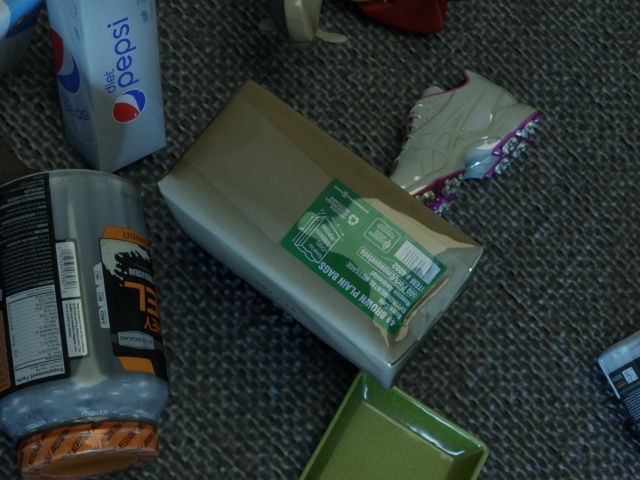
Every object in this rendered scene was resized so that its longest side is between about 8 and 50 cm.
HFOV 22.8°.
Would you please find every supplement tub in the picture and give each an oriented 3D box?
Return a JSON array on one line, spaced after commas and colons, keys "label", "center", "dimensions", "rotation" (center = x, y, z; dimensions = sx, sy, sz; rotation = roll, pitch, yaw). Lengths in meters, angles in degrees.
[{"label": "supplement tub", "center": [0.444, 0.201, 2.008], "dimensions": [0.117, 0.117, 0.190], "rotation": [-23, 79, -25]}, {"label": "supplement tub", "center": [-0.274, 0.096, 1.760], "dimensions": [0.194, 0.193, 0.316], "rotation": [-3, 72, -20]}]

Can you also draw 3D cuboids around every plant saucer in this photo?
[{"label": "plant saucer", "center": [0.080, 0.278, 1.893], "dimensions": [0.188, 0.045, 0.188], "rotation": [33, 63, -4]}]

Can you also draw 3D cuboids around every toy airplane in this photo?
[{"label": "toy airplane", "center": [0.000, -0.428, 2.014], "dimensions": [0.386, 0.272, 0.384], "rotation": [-18, 88, -57]}]

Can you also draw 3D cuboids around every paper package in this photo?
[{"label": "paper package", "center": [0.000, 0.000, 1.788], "dimensions": [0.325, 0.309, 0.168], "rotation": [38, 84, 8]}]

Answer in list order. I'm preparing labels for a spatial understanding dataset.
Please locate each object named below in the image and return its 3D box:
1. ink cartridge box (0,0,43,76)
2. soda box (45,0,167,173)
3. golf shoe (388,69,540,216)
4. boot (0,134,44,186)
[{"label": "ink cartridge box", "center": [-0.487, -0.245, 1.815], "dimensions": [0.197, 0.198, 0.270], "rotation": [46, 62, 2]}, {"label": "soda box", "center": [-0.249, -0.218, 1.837], "dimensions": [0.098, 0.286, 0.091], "rotation": [-28, 51, -26]}, {"label": "golf shoe", "center": [0.142, -0.114, 2.042], "dimensions": [0.306, 0.115, 0.140], "rotation": [-34, 73, -33]}, {"label": "boot", "center": [-0.362, -0.089, 1.863], "dimensions": [0.219, 0.082, 0.106], "rotation": [-4, 74, -18]}]
